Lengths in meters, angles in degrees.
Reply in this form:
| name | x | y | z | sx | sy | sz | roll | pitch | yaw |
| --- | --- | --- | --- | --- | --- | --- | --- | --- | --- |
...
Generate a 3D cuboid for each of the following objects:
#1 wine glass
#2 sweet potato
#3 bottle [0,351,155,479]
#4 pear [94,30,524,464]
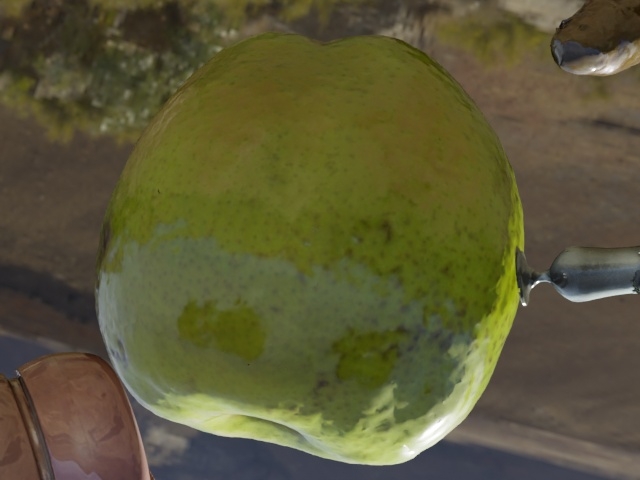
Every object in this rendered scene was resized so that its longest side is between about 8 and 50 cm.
| name | x | y | z | sx | sy | sz | roll | pitch | yaw |
| --- | --- | --- | --- | --- | --- | --- | --- | --- | --- |
| wine glass | 0.164 | 0.019 | 0.813 | 0.083 | 0.042 | 0.039 | -5 | -158 | 20 |
| sweet potato | 0.186 | -0.135 | 0.606 | 0.075 | 0.269 | 0.075 | 37 | 143 | 35 |
| bottle | -0.244 | 0.177 | 0.781 | 0.296 | 0.206 | 0.173 | -13 | 137 | -21 |
| pear | 0.000 | 0.000 | 1.131 | 0.391 | 0.391 | 0.391 | 15 | 168 | 3 |
